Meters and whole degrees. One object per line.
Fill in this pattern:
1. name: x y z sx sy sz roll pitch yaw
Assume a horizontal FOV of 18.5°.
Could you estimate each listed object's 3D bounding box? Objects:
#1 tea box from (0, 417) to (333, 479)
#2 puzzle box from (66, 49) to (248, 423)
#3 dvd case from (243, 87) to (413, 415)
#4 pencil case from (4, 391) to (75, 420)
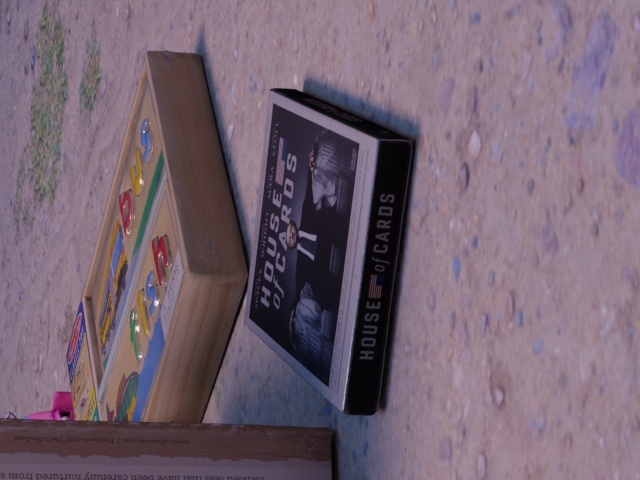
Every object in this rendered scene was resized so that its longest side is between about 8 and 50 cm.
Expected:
1. tea box: -0.190 0.253 1.390 0.323 0.329 0.220 149 123 -66
2. puzzle box: -0.154 0.069 1.743 0.272 0.052 0.409 -105 25 -43
3. dvd case: 0.000 0.000 1.332 0.239 0.029 0.179 -148 63 -68
4. pencil case: -0.256 0.272 1.946 0.104 0.104 0.236 113 151 -46
